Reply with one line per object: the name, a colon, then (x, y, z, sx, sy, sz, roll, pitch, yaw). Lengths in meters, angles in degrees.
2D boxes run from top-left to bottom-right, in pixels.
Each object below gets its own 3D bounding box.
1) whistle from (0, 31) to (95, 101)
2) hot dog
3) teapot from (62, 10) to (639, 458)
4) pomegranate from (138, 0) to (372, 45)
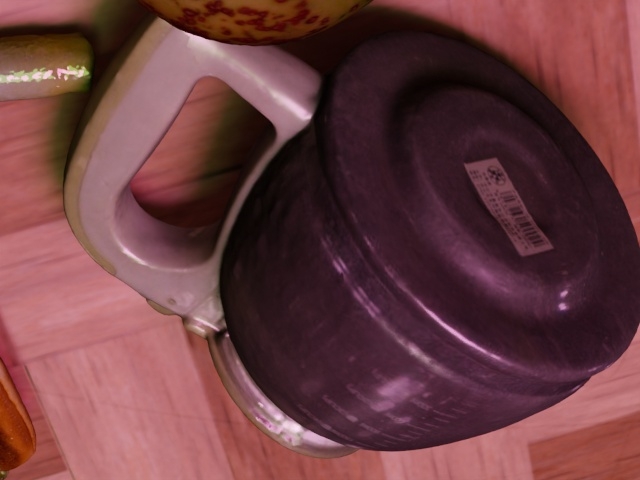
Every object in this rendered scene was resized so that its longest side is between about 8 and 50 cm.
whistle: (-0.229, -0.091, 1.043, 0.198, 0.057, 0.104, -4, 131, -10)
hot dog: (-0.243, 0.090, 1.189, 0.072, 0.055, 0.188, -19, 130, -2)
teapot: (0.008, 0.020, 1.083, 0.321, 0.239, 0.239, 12, 141, -37)
pomegranate: (-0.057, -0.216, 0.918, 0.248, 0.214, 0.214, 23, 126, 9)
